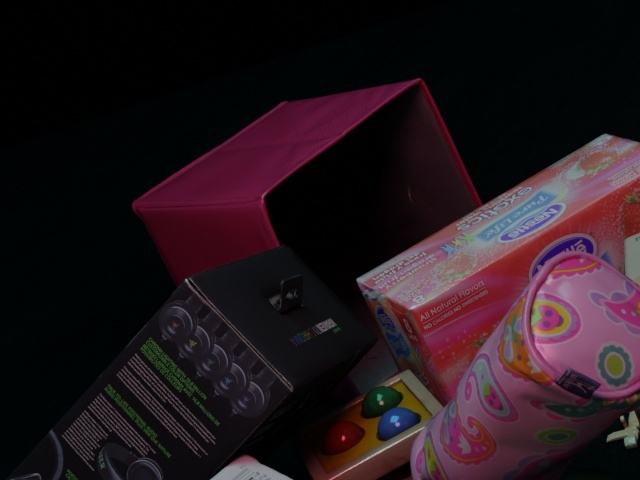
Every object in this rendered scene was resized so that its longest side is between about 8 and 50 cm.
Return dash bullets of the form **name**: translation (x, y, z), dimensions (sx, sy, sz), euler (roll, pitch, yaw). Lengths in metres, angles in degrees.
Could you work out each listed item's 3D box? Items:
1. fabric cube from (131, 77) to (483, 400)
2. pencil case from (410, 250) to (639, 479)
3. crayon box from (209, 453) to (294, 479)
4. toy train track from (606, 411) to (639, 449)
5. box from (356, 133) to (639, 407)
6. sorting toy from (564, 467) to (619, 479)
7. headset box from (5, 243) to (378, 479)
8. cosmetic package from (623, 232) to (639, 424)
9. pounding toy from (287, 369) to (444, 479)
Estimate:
- **fabric cube**: translation (0.000, 0.000, 1.722), dimensions (0.259, 0.254, 0.258), euler (-38, 21, -31)
- **pencil case**: translation (0.160, 0.125, 1.176), dimensions (0.124, 0.124, 0.284), euler (-38, -14, -32)
- **crayon box**: translation (-0.089, 0.305, 1.131), dimensions (0.203, 0.083, 0.323), euler (21, 41, 37)
- **toy train track**: translation (0.264, 0.148, 1.333), dimensions (0.048, 0.014, 0.083), euler (-18, 19, 22)
- **box**: translation (0.209, 0.038, 1.492), dimensions (0.300, 0.154, 0.142), euler (-29, 18, -12)
- **sorting toy**: translation (0.125, 0.266, 1.080), dimensions (0.274, 0.046, 0.132), euler (-25, 45, -22)
- **headset box**: translation (-0.103, 0.144, 1.382), dimensions (0.283, 0.131, 0.246), euler (-47, -9, 18)
- **cosmetic package**: translation (0.338, 0.080, 1.267), dimensions (0.160, 0.113, 0.309), euler (-21, 19, 16)
- **pounding toy**: translation (0.038, 0.210, 1.338), dimensions (0.181, 0.094, 0.206), euler (-28, 17, -6)
